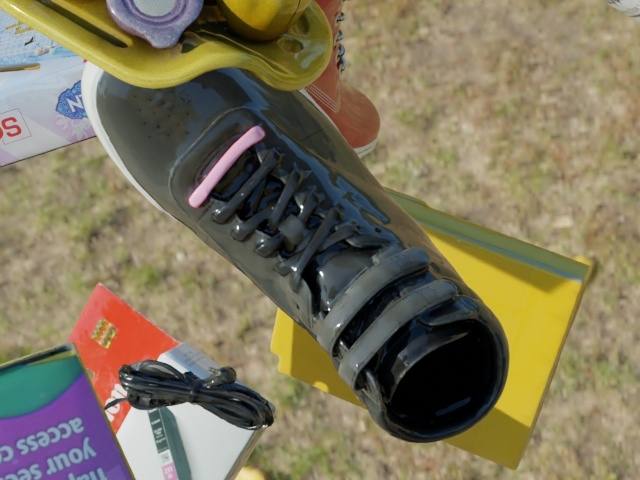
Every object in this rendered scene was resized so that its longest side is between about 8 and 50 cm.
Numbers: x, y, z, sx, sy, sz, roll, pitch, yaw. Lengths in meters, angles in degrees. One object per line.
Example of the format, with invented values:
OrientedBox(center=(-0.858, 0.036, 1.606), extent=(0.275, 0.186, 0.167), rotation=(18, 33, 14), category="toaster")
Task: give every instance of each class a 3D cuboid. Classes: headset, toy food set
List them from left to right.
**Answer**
OrientedBox(center=(-0.149, 0.266, 1.080), extent=(0.185, 0.243, 0.394), rotation=(14, 57, -8), category="headset")
OrientedBox(center=(-0.088, -0.145, 0.675), extent=(0.218, 0.071, 0.128), rotation=(30, 41, 17), category="toy food set")

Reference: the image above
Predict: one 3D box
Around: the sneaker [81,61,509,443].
OrientedBox(center=(0.000, 0.000, 0.797), extent=(0.104, 0.296, 0.147), rotation=(-46, 29, 5), category="sneaker")

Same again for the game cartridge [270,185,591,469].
OrientedBox(center=(0.112, 0.088, 1.663), extent=(0.323, 0.285, 0.053), rotation=(23, 37, 13), category="game cartridge")

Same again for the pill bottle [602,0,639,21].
OrientedBox(center=(0.217, -0.169, 0.676), extent=(0.334, 0.188, 0.188), rotation=(29, 49, -5), category="pill bottle")

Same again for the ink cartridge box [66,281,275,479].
OrientedBox(center=(-0.211, 0.221, 1.571), extent=(0.239, 0.275, 0.060), rotation=(34, 21, 10), category="ink cartridge box")

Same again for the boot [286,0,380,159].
OrientedBox(center=(0.004, -0.138, 0.956), extent=(0.176, 0.244, 0.088), rotation=(-50, 62, 16), category="boot")

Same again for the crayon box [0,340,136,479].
OrientedBox(center=(-0.289, 0.189, 0.625), extent=(0.363, 0.313, 0.106), rotation=(-20, 76, -34), category="crayon box")

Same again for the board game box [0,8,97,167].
OrientedBox(center=(-0.269, -0.159, 1.292), extent=(0.318, 0.066, 0.319), rotation=(-16, 29, 9), category="board game box")
